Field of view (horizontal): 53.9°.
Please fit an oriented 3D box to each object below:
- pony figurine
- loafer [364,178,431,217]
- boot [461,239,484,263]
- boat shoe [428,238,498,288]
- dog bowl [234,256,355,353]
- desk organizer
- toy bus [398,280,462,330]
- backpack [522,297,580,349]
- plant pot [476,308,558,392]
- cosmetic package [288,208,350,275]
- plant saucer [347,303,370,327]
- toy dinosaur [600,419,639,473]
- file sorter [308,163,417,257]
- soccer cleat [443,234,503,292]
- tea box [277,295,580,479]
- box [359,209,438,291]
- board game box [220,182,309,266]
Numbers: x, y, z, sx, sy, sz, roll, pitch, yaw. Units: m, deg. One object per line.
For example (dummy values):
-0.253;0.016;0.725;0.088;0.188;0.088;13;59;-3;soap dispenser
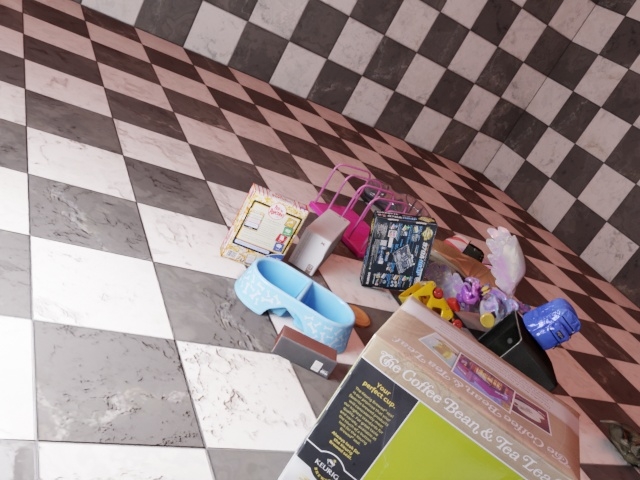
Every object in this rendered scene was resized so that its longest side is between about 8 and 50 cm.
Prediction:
0.510;0.184;1.869;0.351;0.302;0.363;59;12;-15;pony figurine
0.300;-0.130;2.454;0.302;0.109;0.095;35;-22;9;loafer
0.557;0.108;2.203;0.198;0.137;0.077;39;23;18;boot
0.477;0.104;2.169;0.285;0.092;0.103;35;45;19;boat shoe
-0.050;0.141;1.438;0.297;0.074;0.166;32;21;3;dog bowl
-0.031;0.229;1.306;0.130;0.047;0.050;28;19;-8;desk organizer
0.295;0.207;1.692;0.104;0.191;0.202;-32;48;-15;toy bus
0.593;0.214;1.591;0.098;0.120;0.101;48;21;-21;backpack
0.494;0.325;1.615;0.167;0.188;0.187;43;21;-4;plant pot
0.000;0.000;1.754;0.085;0.117;0.231;32;20;7;cosmetic package
0.090;0.188;1.594;0.083;0.013;0.083;27;22;-12;plant saucer
0.840;0.551;1.675;0.313;0.121;0.160;21;11;-11;toy dinosaur
0.148;-0.096;2.062;0.202;0.182;0.291;8;31;-45;file sorter
0.564;0.102;2.304;0.116;0.109;0.318;-17;50;-35;soccer cleat
0.167;0.325;0.975;0.329;0.324;0.220;36;22;12;tea box
0.215;0.034;1.756;0.175;0.220;0.051;6;25;-6;box
-0.136;-0.024;1.522;0.146;0.194;0.045;22;23;-22;board game box
